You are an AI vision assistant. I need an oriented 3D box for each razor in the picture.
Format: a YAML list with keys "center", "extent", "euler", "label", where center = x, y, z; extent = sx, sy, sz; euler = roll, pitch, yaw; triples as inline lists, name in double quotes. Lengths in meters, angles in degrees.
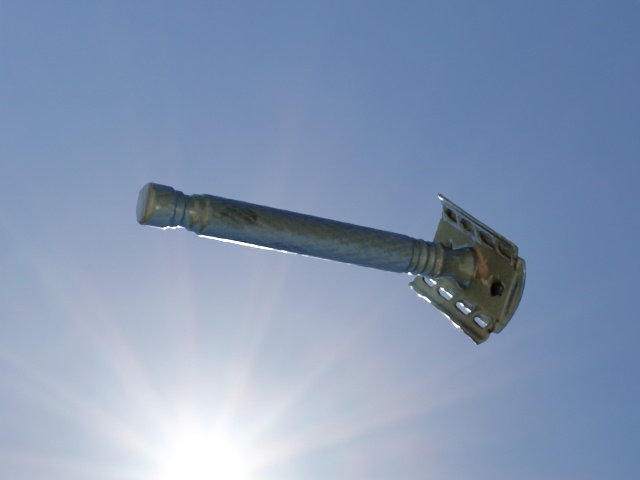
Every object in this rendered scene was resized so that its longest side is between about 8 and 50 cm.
- center: [0.000, 0.000, 0.890]
  extent: [0.106, 0.232, 0.068]
  euler: [41, -63, 61]
  label: "razor"
